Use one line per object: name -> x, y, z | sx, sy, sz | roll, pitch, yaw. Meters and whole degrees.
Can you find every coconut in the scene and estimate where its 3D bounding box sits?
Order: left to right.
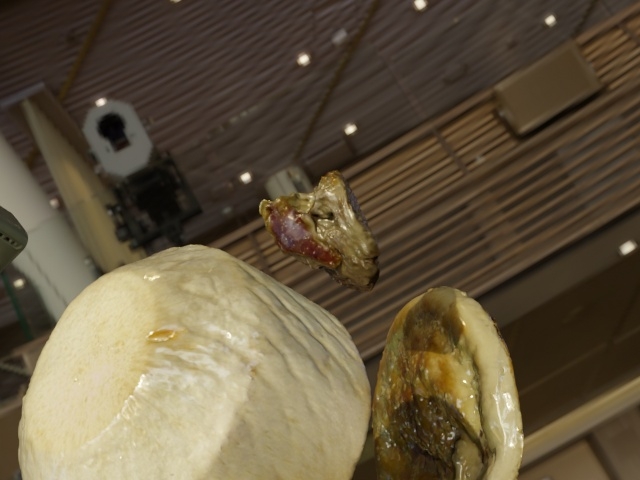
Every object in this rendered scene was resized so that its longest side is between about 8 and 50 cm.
coconut -> -0.103, 0.172, 1.029 | 0.328, 0.329, 0.329 | -25, -21, -10

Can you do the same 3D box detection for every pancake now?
pancake -> 0.148, 0.242, 1.430 | 0.082, 0.387, 0.387 | 3, -32, -19

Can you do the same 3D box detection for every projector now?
projector -> -0.453, -0.011, 1.505 | 0.083, 0.083, 0.082 | -46, -34, -1

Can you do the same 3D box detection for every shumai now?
shumai -> 0.009, 0.001, 1.181 | 0.105, 0.123, 0.139 | -30, -30, 11
